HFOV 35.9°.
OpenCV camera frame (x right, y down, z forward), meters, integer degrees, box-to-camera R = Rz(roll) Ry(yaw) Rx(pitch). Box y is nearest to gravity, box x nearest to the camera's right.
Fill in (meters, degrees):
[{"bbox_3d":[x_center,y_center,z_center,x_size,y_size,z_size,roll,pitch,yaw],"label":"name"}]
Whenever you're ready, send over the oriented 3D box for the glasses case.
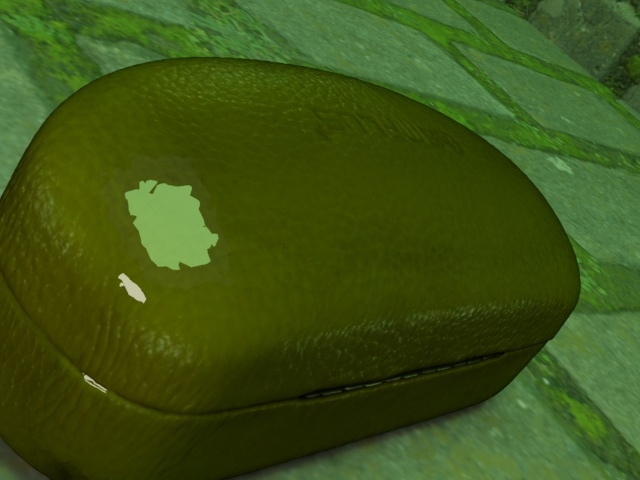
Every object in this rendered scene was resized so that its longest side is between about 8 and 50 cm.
[{"bbox_3d":[0.000,0.000,0.501,0.371,0.141,0.173,-1,41,-52],"label":"glasses case"}]
